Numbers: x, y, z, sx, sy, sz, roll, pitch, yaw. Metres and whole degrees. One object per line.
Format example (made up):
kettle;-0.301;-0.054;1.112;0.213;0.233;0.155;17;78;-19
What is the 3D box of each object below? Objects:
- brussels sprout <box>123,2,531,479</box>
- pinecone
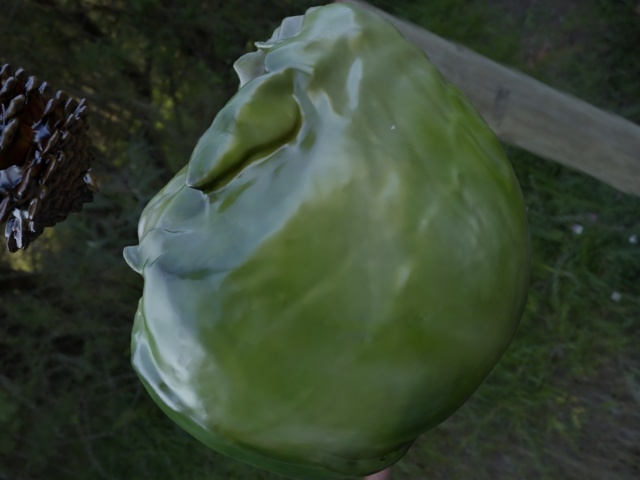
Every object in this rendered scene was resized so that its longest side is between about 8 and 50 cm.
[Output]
brussels sprout;0.007;0.005;0.440;0.183;0.145;0.131;-62;10;-26
pinecone;-0.173;-0.054;0.620;0.102;0.109;0.102;-37;1;1
